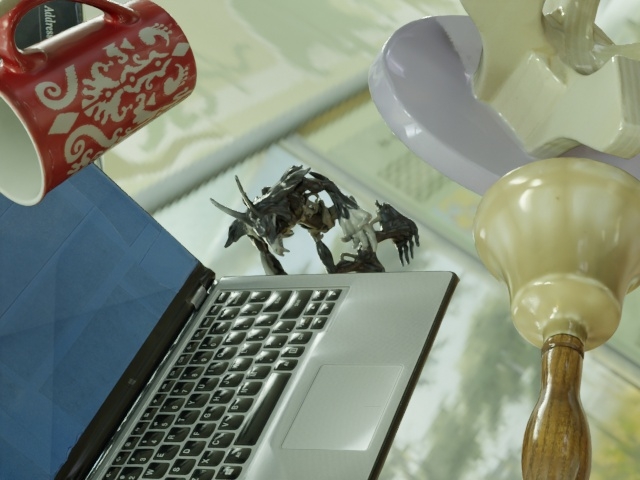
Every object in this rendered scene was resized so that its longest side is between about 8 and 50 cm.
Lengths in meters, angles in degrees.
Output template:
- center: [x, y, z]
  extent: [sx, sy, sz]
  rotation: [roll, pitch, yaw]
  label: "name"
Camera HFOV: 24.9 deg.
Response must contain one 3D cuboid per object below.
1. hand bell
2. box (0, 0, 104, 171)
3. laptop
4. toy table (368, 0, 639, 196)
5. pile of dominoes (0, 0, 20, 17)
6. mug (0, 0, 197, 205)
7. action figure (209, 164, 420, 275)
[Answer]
- center: [0.145, 0.073, 0.858]
  extent: [0.242, 0.126, 0.126]
  rotation: [-77, 10, -48]
  label: "hand bell"
- center: [-0.498, -0.026, 1.771]
  extent: [0.297, 0.471, 0.480]
  rotation: [93, 170, -60]
  label: "box"
- center: [-0.137, 0.051, 1.249]
  extent: [0.382, 0.408, 0.236]
  rotation: [-61, -38, -52]
  label: "laptop"
- center: [0.193, -0.133, 1.109]
  extent: [0.161, 0.274, 0.252]
  rotation: [126, 142, -50]
  label: "toy table"
- center: [-0.221, -0.189, 0.940]
  extent: [0.196, 0.040, 0.251]
  rotation: [4, 44, 49]
  label: "pile of dominoes"
- center: [-0.183, -0.125, 1.129]
  extent: [0.169, 0.113, 0.150]
  rotation: [-35, -15, -33]
  label: "mug"
- center: [0.000, 0.000, 1.744]
  extent: [0.275, 0.141, 0.164]
  rotation: [13, -50, -42]
  label: "action figure"
